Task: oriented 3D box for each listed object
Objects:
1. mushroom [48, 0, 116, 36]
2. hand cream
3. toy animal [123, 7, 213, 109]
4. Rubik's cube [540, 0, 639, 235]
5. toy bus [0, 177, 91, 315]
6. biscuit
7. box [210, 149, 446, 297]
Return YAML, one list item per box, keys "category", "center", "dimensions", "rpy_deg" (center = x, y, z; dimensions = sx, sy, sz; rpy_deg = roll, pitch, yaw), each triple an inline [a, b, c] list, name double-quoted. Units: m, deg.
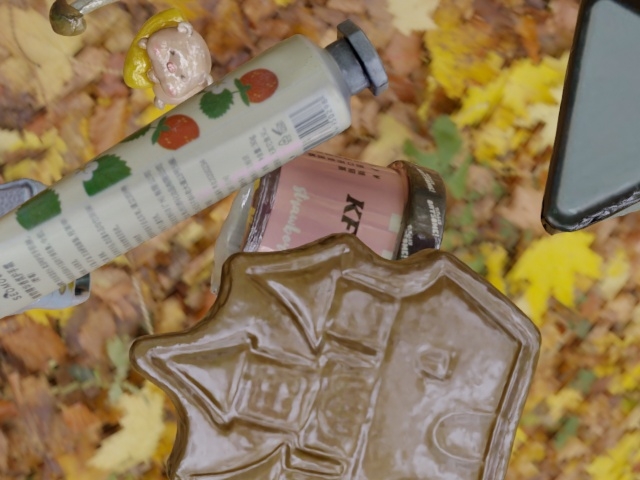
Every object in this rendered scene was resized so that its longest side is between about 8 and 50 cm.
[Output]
- category: "mushroom"
  center: [-0.130, -0.259, 1.668]
  dimensions: [0.306, 0.068, 0.043]
  rpy_deg: [-12, 157, -11]
- category: "hand cream"
  center: [-0.090, -0.034, 0.885]
  dimensions: [0.276, 0.059, 0.095]
  rpy_deg: [-31, 158, -5]
- category: "toy animal"
  center: [-0.150, -0.175, 1.670]
  dimensions: [0.091, 0.082, 0.114]
  rpy_deg: [-36, 132, -25]
- category: "Rubik's cube"
  center: [0.227, -0.146, 0.496]
  dimensions: [0.284, 0.234, 0.250]
  rpy_deg: [-7, 90, -43]
- category: "toy bus"
  center: [-0.336, 0.024, 1.278]
  dimensions: [0.330, 0.136, 0.109]
  rpy_deg: [-7, 80, 21]
- category: "biscuit"
  center: [0.004, 0.084, 0.840]
  dimensions: [0.215, 0.034, 0.182]
  rpy_deg: [14, 93, -17]
- category: "box"
  center: [0.000, 0.000, 1.155]
  dimensions: [0.135, 0.151, 0.151]
  rpy_deg: [19, 103, -12]
